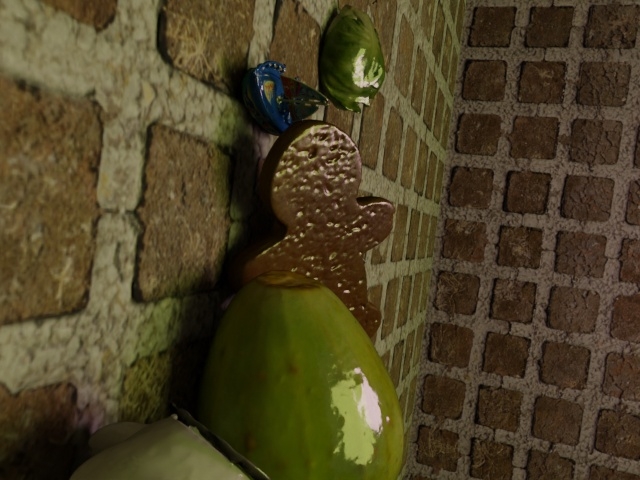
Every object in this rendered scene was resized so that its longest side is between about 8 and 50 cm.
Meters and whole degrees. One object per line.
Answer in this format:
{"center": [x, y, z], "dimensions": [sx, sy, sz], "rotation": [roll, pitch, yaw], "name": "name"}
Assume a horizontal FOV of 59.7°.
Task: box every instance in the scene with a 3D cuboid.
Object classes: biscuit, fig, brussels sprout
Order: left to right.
{"center": [-0.033, 0.196, 0.698], "dimensions": [0.258, 0.258, 0.326], "rotation": [-35, 118, -65], "name": "fig"}
{"center": [-0.011, 0.023, 0.824], "dimensions": [0.283, 0.064, 0.432], "rotation": [-26, 129, -27], "name": "biscuit"}
{"center": [0.058, -0.323, 1.000], "dimensions": [0.139, 0.101, 0.181], "rotation": [3, 106, -51], "name": "brussels sprout"}

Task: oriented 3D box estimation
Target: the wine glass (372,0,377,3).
{"center": [-0.005, -0.459, 0.626], "dimensions": [0.190, 0.191, 0.356], "rotation": [-28, 120, -67], "name": "wine glass"}

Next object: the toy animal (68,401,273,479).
{"center": [-0.129, 0.260, 0.508], "dimensions": [0.154, 0.208, 0.325], "rotation": [-46, 149, -24], "name": "toy animal"}

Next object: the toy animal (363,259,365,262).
{"center": [0.000, 0.000, 0.932], "dimensions": [0.220, 0.108, 0.062], "rotation": [22, 80, -49], "name": "toy animal"}

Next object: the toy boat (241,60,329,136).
{"center": [-0.039, -0.189, 0.738], "dimensions": [0.175, 0.110, 0.091], "rotation": [24, 74, -68], "name": "toy boat"}
